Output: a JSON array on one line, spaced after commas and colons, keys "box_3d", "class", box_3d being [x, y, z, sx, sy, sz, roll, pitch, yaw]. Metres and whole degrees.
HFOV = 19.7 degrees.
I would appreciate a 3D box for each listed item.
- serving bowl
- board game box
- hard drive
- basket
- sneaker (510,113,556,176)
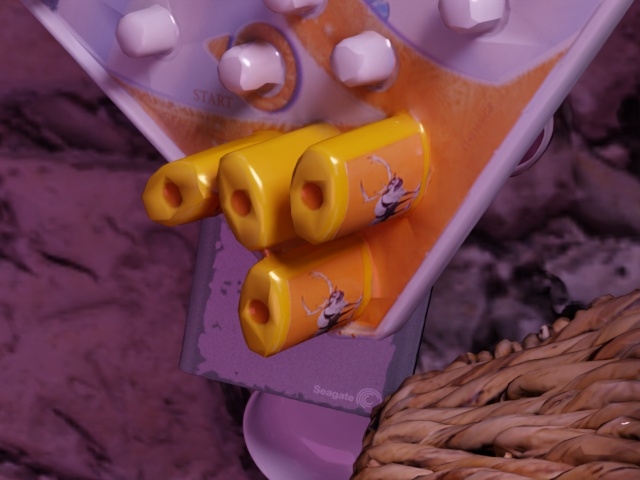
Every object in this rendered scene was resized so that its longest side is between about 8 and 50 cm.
[{"box_3d": [0.010, 0.078, 0.790, 0.083, 0.027, 0.083, 8, 125, 11], "class": "serving bowl"}, {"box_3d": [-0.041, -0.224, 0.464, 0.390, 0.050, 0.390, 47, 130, 18], "class": "board game box"}, {"box_3d": [0.000, 0.000, 0.723, 0.094, 0.022, 0.135, 13, 113, 6], "class": "hard drive"}, {"box_3d": [0.116, 0.195, 0.639, 0.213, 0.223, 0.299, -21, 107, 19], "class": "basket"}, {"box_3d": [0.003, -0.084, 0.656, 0.185, 0.084, 0.069, 44, 103, 15], "class": "sneaker"}]
